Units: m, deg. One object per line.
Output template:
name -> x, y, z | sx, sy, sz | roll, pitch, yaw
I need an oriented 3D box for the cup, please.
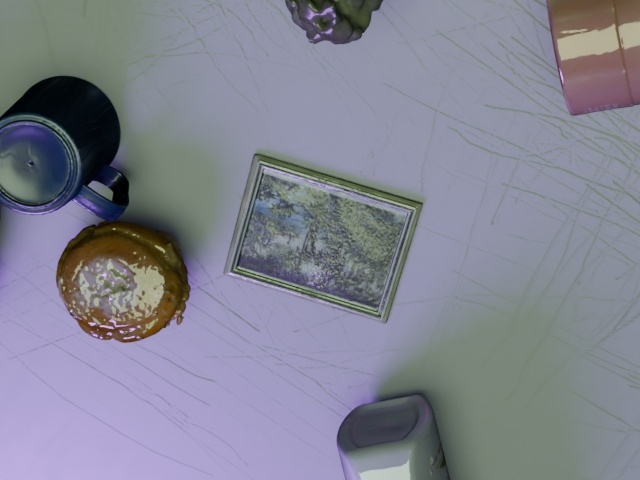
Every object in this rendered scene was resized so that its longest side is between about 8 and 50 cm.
cup -> -0.258, -0.092, 1.853 | 0.150, 0.138, 0.113 | 12, 110, 4

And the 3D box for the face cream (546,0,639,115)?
face cream -> 0.275, -0.199, 1.732 | 0.104, 0.149, 0.149 | -9, 107, 12

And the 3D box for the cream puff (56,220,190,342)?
cream puff -> -0.205, 0.040, 1.911 | 0.144, 0.103, 0.126 | 3, 96, 7

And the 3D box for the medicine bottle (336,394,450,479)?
medicine bottle -> 0.101, 0.323, 1.930 | 0.111, 0.161, 0.296 | -10, 106, 10

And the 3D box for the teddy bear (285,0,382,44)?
teddy bear -> 0.125, -0.376, 1.668 | 0.367, 0.224, 0.357 | -4, 127, 8

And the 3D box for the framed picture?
framed picture -> 0.000, 0.000, 1.914 | 0.183, 0.011, 0.142 | 17, 110, 2
